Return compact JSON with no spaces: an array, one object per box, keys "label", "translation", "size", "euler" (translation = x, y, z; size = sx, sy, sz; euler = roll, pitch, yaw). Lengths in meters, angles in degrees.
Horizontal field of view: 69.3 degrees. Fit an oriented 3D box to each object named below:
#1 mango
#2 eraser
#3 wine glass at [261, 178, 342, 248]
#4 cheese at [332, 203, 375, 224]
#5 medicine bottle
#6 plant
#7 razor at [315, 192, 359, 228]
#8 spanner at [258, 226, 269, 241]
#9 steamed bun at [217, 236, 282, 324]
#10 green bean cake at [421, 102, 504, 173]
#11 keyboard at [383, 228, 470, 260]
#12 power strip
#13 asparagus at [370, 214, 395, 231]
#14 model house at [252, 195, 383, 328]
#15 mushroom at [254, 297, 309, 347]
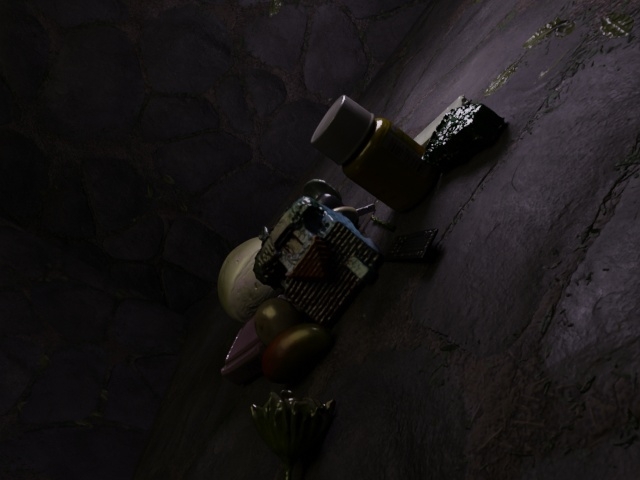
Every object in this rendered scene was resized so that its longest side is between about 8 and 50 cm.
[{"label":"mango","translation":[-0.088,0.358,1.495],"size":[0.289,0.129,0.146],"euler":[-47,44,20]},{"label":"eraser","translation":[-0.249,0.413,1.892],"size":[0.359,0.122,0.272],"euler":[-39,23,45]},{"label":"wine glass","translation":[-0.061,-0.069,2.081],"size":[0.267,0.267,0.406],"euler":[-36,20,51]},{"label":"cheese","translation":[0.122,-0.097,1.753],"size":[0.192,0.097,0.037],"euler":[-21,26,-15]},{"label":"medicine bottle","translation":[0.174,-0.278,1.497],"size":[0.224,0.384,0.224],"euler":[-51,18,23]},{"label":"plant","translation":[-0.060,0.547,1.179],"size":[0.251,0.180,0.333],"euler":[-30,63,45]},{"label":"razor","translation":[0.001,-0.001,1.810],"size":[0.349,0.204,0.113],"euler":[-60,17,-2]},{"label":"spanner","translation":[-0.180,0.026,1.828],"size":[0.302,0.017,0.071],"euler":[41,110,52]},{"label":"steamed bun","translation":[-0.338,0.177,2.306],"size":[0.456,0.290,0.371],"euler":[-59,17,-9]},{"label":"green bean cake","translation":[0.409,-0.296,1.350],"size":[0.193,0.107,0.208],"euler":[-56,17,-1]},{"label":"keyboard","translation":[0.267,0.017,1.268],"size":[0.103,0.041,0.381],"euler":[-60,16,-11]},{"label":"power strip","translation":[0.398,-0.376,1.652],"size":[0.367,0.043,0.106],"euler":[-42,22,44]},{"label":"asparagus","translation":[0.215,-0.063,1.623],"size":[0.233,0.022,0.023],"euler":[-136,35,-72]},{"label":"model house","translation":[0.005,0.103,1.549],"size":[0.360,0.297,0.339],"euler":[-53,47,10]},{"label":"mushroom","translation":[-0.122,0.291,1.666],"size":[0.215,0.207,0.207],"euler":[-26,-10,-44]}]
